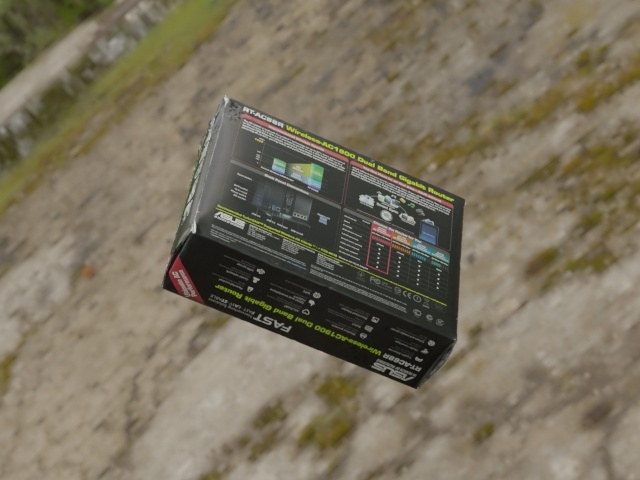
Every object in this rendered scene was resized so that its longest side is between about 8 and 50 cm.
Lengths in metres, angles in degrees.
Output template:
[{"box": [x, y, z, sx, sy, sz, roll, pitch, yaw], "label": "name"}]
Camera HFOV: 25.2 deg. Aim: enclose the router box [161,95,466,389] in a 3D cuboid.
[{"box": [0.000, 0.000, 0.614, 0.092, 0.122, 0.038, -79, 17, -47], "label": "router box"}]
